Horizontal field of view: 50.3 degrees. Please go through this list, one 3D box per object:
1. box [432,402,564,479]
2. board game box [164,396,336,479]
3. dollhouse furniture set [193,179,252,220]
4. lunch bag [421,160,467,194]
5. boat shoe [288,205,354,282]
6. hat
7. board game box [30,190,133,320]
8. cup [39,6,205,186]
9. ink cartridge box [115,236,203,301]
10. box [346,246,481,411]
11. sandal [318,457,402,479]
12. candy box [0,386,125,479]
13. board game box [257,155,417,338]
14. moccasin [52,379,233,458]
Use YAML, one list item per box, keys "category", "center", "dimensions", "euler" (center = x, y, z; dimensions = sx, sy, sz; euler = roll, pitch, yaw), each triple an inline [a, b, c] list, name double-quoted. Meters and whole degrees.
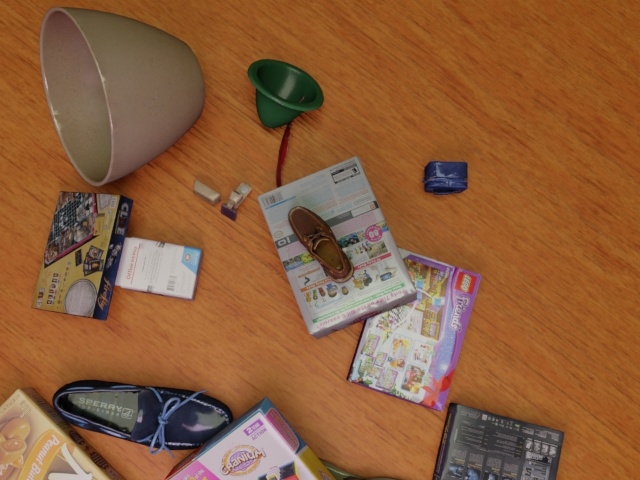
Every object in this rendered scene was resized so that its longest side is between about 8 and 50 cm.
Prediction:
- category: "box"
  center: [0.355, 0.443, 1.365]
  dimensions: [0.233, 0.059, 0.183]
  euler: [15, 79, -3]
- category: "board game box"
  center: [-0.095, 0.485, 1.259]
  dimensions: [0.242, 0.064, 0.316]
  euler: [-38, 92, 11]
- category: "dollhouse furniture set"
  center: [-0.201, -0.117, 1.416]
  dimensions: [0.114, 0.091, 0.081]
  euler: [31, 64, 4]
- category: "lunch bag"
  center: [0.264, -0.130, 1.455]
  dimensions: [0.099, 0.067, 0.065]
  euler: [0, 79, -4]
- category: "boat shoe"
  center: [0.000, 0.001, 1.291]
  dimensions: [0.064, 0.060, 0.178]
  euler: [-37, 75, -3]
- category: "hat"
  center: [-0.106, -0.261, 1.472]
  dimensions: [0.173, 0.183, 0.208]
  euler: [24, 37, -7]
- category: "board game box"
  center: [-0.470, 0.027, 1.344]
  dimensions: [0.165, 0.042, 0.243]
  euler: [5, 79, 26]
- category: "cup"
  center: [-0.370, -0.295, 1.335]
  dimensions: [0.237, 0.331, 0.331]
  euler: [-21, 81, -34]
- category: "ink cartridge box"
  center: [-0.336, 0.056, 1.377]
  dimensions: [0.180, 0.060, 0.104]
  euler: [10, 79, -3]
- category: "box"
  center: [0.192, 0.179, 1.399]
  dimensions: [0.201, 0.057, 0.293]
  euler: [19, 79, 1]
- category: "sandal"
  center: [0.070, 0.507, 1.316]
  dimensions: [0.303, 0.086, 0.120]
  euler: [16, 79, -2]
- category: "candy box"
  center: [-0.514, 0.451, 1.278]
  dimensions: [0.316, 0.087, 0.183]
  euler: [43, 79, 4]
- category: "board game box"
  center: [0.033, 0.015, 1.365]
  dimensions: [0.224, 0.097, 0.303]
  euler: [-22, 73, 1]
- category: "moccasin"
  center: [-0.340, 0.343, 1.296]
  dimensions: [0.342, 0.117, 0.137]
  euler: [5, 80, -5]
